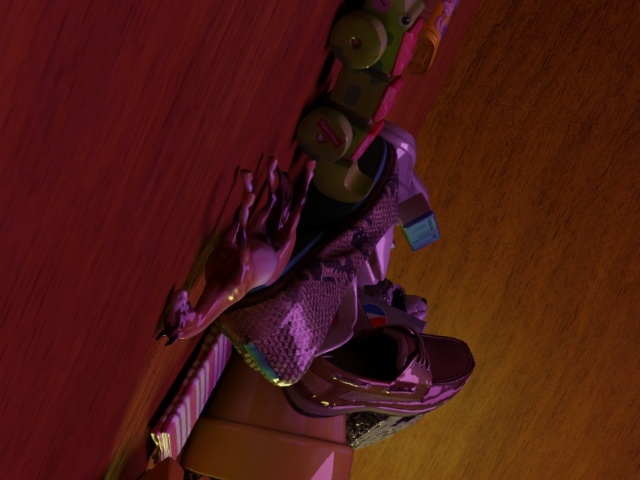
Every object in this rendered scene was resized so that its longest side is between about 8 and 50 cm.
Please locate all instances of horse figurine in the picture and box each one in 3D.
[{"bbox_3d":[-0.073,-0.001,0.927,0.263,0.066,0.174,-44,153,-66],"label":"horse figurine"}]

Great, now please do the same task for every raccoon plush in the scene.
[{"bbox_3d":[0.019,0.235,1.604,0.446,0.299,0.216,-20,157,-21],"label":"raccoon plush"}]

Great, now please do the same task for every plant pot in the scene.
[{"bbox_3d":[-0.064,0.259,1.336,0.254,0.254,0.239,87,13,-77],"label":"plant pot"}]

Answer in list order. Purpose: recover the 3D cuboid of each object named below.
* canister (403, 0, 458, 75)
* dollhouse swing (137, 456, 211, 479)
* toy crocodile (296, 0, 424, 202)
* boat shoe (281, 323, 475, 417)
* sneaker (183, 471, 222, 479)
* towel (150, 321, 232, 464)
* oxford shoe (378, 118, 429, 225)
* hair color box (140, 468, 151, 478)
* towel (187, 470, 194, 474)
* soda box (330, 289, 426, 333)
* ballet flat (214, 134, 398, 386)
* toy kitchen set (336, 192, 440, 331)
[{"bbox_3d":[0.193,-0.393,1.503,0.126,0.073,0.170,100,16,-69],"label":"canister"},{"bbox_3d":[-0.206,0.502,0.976,0.305,0.347,0.315,-26,-147,15],"label":"dollhouse swing"},{"bbox_3d":[0.058,-0.194,1.039,0.115,0.105,0.340,-55,168,-56],"label":"toy crocodile"},{"bbox_3d":[0.103,0.183,1.246,0.324,0.122,0.120,-3,144,-34],"label":"boat shoe"},{"bbox_3d":[-0.172,0.446,1.484,0.122,0.110,0.283,-26,157,-25],"label":"sneaker"},{"bbox_3d":[-0.165,0.189,1.116,0.144,0.029,0.197,105,10,-58],"label":"towel"},{"bbox_3d":[0.107,-0.092,1.593,0.449,0.169,0.130,59,54,-74],"label":"oxford shoe"},{"bbox_3d":[-0.247,0.391,1.106,0.093,0.053,0.167,-32,146,-80],"label":"hair color box"},{"bbox_3d":[-0.208,0.396,1.547,0.119,0.029,0.067,-64,174,-5],"label":"towel"},{"bbox_3d":[0.048,0.126,1.492,0.092,0.263,0.083,69,46,-80],"label":"soda box"},{"bbox_3d":[0.011,0.029,1.187,0.164,0.182,0.483,-15,-157,31],"label":"ballet flat"},{"bbox_3d":[0.112,0.058,1.348,0.207,0.166,0.122,-28,158,4],"label":"toy kitchen set"}]
